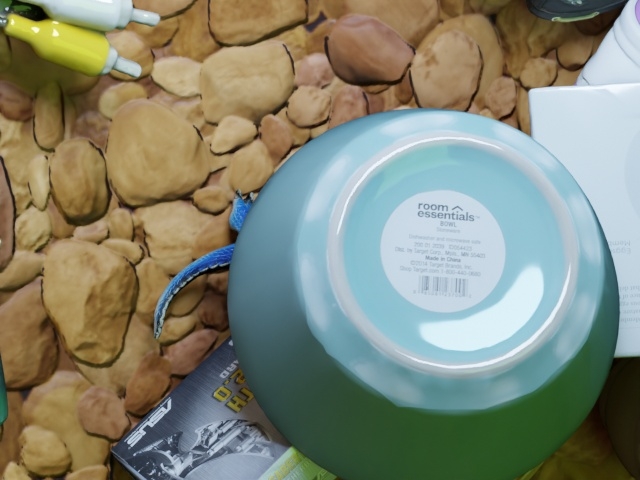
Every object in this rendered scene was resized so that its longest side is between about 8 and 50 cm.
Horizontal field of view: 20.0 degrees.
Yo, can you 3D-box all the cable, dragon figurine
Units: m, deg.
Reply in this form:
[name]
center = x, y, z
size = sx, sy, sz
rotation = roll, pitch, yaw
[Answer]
[cable]
center = -0.257, -0.193, 1.323
size = 0.287, 0.072, 0.139
rotation = -1, 98, -31
[dragon figurine]
center = 0.000, 0.000, 1.488
size = 0.289, 0.144, 0.085
rotation = -25, 115, -23

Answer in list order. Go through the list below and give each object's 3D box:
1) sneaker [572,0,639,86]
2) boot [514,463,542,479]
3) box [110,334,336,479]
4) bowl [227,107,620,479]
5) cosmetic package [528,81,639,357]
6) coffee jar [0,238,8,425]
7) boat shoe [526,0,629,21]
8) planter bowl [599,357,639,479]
[sneaker]
center = 0.346, -0.149, 1.694
size = 0.305, 0.114, 0.152
rotation = 5, 136, -42
[boot]
center = 0.146, 0.074, 1.634
size = 0.211, 0.104, 0.295
rotation = 35, 80, -28
[box]
center = -0.039, 0.139, 1.482
size = 0.231, 0.183, 0.056
rotation = -43, 121, -13
[bowl]
center = 0.088, 0.029, 1.347
size = 0.312, 0.163, 0.311
rotation = 1, 77, -5
[cosmetic package]
center = 0.291, -0.022, 1.518
size = 0.224, 0.138, 0.224
rotation = -3, 93, 8
[coffee jar]
center = -0.288, 0.054, 1.369
size = 0.096, 0.079, 0.184
rotation = -9, 108, -29
[boat shoe]
center = 0.280, -0.256, 1.633
size = 0.228, 0.068, 0.081
rotation = -21, 74, -29
[planter bowl]
center = 0.340, 0.166, 1.761
size = 0.162, 0.109, 0.162
rotation = -9, 108, -28
